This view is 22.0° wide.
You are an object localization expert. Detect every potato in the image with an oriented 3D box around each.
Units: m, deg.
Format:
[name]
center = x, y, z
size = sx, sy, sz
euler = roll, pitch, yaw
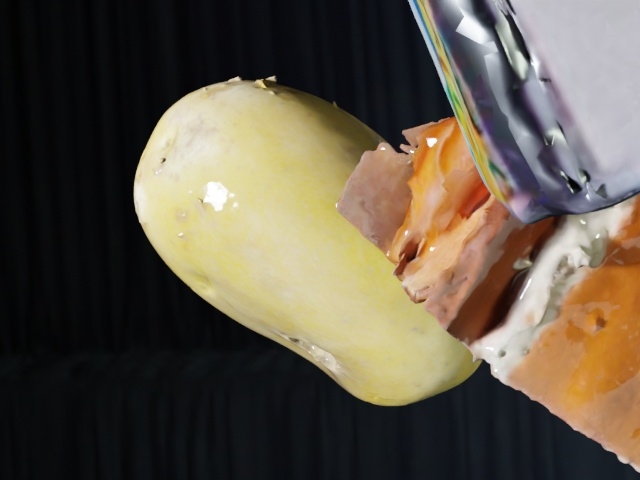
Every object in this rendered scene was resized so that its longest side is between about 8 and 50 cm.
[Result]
[potato]
center = 0.000, 0.000, 0.960
size = 0.234, 0.146, 0.150
euler = 33, 10, 1

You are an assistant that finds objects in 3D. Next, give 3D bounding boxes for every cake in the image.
[cake]
center = 0.138, 0.033, 0.695
size = 0.287, 0.135, 0.098
euler = 43, -8, -35

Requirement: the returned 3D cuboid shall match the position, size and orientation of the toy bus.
[toy bus]
center = 0.020, -0.164, 0.372
size = 0.112, 0.317, 0.138
euler = -25, 1, 0
